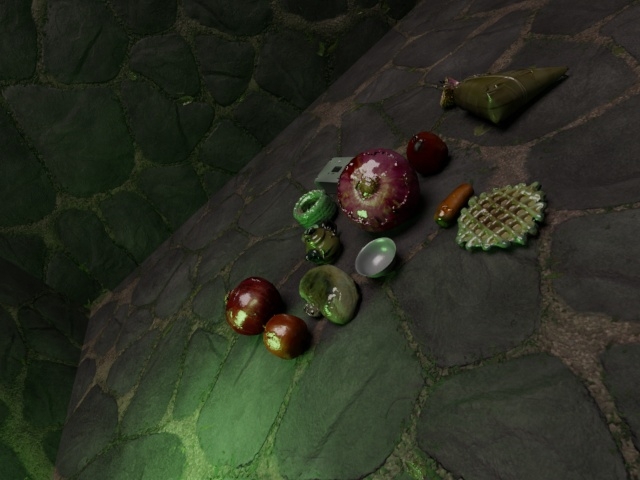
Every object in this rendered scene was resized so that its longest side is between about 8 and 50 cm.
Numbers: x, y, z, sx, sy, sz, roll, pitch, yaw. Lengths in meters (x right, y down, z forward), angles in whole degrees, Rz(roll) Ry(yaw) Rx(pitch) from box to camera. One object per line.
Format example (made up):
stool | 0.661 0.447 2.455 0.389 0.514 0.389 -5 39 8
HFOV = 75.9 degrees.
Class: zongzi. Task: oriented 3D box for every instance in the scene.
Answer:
zongzi | 0.806 -0.708 1.880 0.418 0.181 0.447 -29 34 -1

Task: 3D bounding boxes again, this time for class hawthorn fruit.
hawthorn fruit | 0.469 -0.406 1.859 0.185 0.202 0.185 -28 42 29
hawthorn fruit | -0.153 0.373 1.640 0.200 0.179 0.179 22 65 19

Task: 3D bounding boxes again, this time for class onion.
onion | -0.309 0.294 1.861 0.276 0.276 0.276 -29 35 22
onion | 0.254 -0.202 1.788 0.358 0.345 0.358 -10 62 19

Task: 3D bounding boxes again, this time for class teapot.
teapot | 0.000 0.000 1.921 0.173 0.182 0.269 -9 44 43

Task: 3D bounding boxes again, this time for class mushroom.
mushroom | 0.018 0.212 1.704 0.247 0.130 0.344 -40 31 -3

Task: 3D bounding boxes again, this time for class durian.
durian | 0.680 -0.776 2.126 0.165 0.132 0.182 -30 21 1

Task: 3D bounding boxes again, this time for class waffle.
waffle | 0.626 -0.081 1.438 0.309 0.056 0.292 -9 45 44

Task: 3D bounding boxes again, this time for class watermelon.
watermelon | -0.038 -0.021 2.101 0.180 0.081 0.094 -10 59 64

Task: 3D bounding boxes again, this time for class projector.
projector | 0.107 -0.369 2.305 0.198 0.108 0.250 -53 32 -16

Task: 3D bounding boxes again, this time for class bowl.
bowl | 0.240 0.087 1.644 0.189 0.086 0.189 -30 35 24

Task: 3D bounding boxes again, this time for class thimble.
thimble | -0.024 -0.159 2.165 0.219 0.150 0.219 -29 35 23

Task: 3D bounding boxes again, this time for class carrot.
carrot | 0.517 -0.141 1.607 0.193 0.087 0.087 -52 33 -15
